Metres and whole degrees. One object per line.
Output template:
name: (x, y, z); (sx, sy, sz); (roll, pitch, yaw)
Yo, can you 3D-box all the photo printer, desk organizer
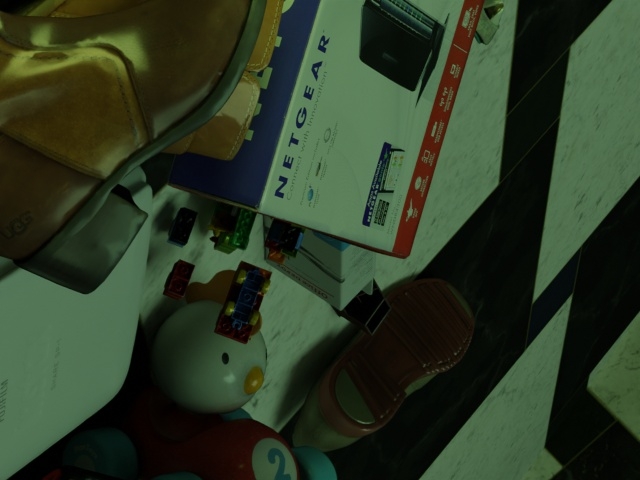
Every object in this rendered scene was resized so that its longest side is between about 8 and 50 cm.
photo printer: (-0.266, 0.085, 1.277); (0.307, 0.107, 0.256); (-36, 150, -43)
desk organizer: (0.041, 0.065, 1.995); (0.047, 0.050, 0.130); (-54, 159, -9)

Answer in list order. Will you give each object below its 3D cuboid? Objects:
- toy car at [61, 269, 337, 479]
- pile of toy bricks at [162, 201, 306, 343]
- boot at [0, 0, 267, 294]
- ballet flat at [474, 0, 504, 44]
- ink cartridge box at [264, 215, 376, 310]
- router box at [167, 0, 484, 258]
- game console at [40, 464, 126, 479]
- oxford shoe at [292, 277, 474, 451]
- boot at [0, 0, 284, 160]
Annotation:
toy car: (-0.098, 0.150, 1.641); (0.219, 0.210, 0.238); (-4, 112, -50)
pile of toy bricks: (-0.078, -0.015, 1.589); (0.105, 0.118, 0.212); (150, -38, -75)
boot: (-0.194, -0.139, 1.015); (0.280, 0.096, 0.264); (32, 95, -25)
ballet flat: (0.171, -0.253, 1.816); (0.052, 0.057, 0.168); (-24, 162, 12)
ink cartridge box: (0.000, 0.000, 1.742); (0.060, 0.104, 0.180); (-46, 156, -28)
router box: (0.029, -0.168, 1.343); (0.301, 0.082, 0.335); (15, 92, -65)
game console: (-0.135, 0.352, 1.578); (0.342, 0.386, 0.060); (-50, -150, 42)
oxford shoe: (0.074, 0.155, 2.156); (0.130, 0.123, 0.348); (-40, 175, 41)
boot: (-0.161, -0.090, 1.142); (0.220, 0.109, 0.283); (19, 93, -30)
